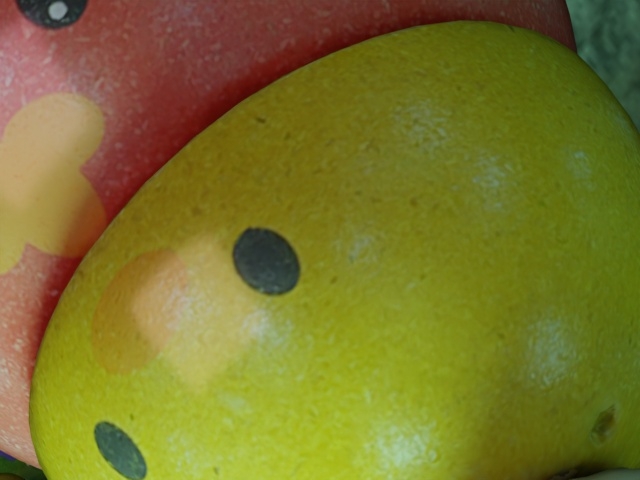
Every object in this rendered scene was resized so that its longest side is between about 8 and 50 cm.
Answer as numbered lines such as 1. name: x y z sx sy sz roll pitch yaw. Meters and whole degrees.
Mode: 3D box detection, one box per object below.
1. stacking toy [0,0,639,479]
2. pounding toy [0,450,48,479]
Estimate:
1. stacking toy: 0.000 0.000 0.496 0.480 0.351 0.350 49 125 36
2. pounding toy: -0.166 0.122 0.843 0.237 0.110 0.183 -32 78 35
